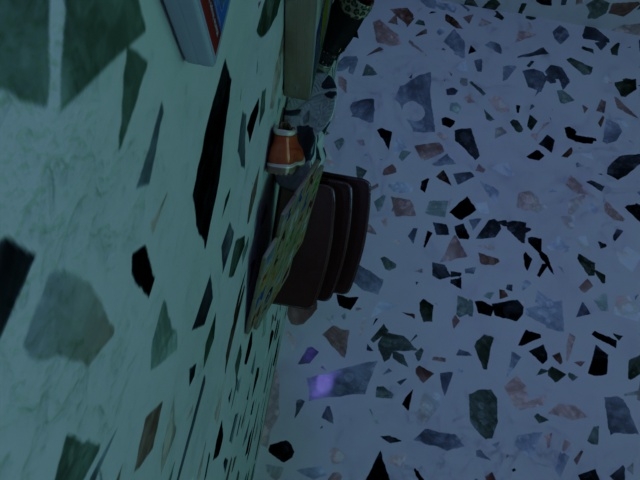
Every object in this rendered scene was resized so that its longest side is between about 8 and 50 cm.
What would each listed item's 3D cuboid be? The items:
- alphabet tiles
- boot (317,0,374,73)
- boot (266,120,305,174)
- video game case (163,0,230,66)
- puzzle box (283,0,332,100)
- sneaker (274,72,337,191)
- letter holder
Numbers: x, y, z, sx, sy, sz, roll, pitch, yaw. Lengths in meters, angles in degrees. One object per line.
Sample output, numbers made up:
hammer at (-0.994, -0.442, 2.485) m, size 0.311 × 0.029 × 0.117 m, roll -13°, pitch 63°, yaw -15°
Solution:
alphabet tiles at (-0.069, 0.016, 1.260) m, size 0.342 × 0.011 × 0.285 m, roll 108°, pitch 8°, yaw -45°
boot at (0.047, -0.463, 1.340) m, size 0.178 × 0.085 × 0.236 m, roll -48°, pitch -162°, yaw 38°
boot at (-0.057, -0.170, 1.140) m, size 0.158 × 0.059 × 0.084 m, roll -73°, pitch 168°, yaw -73°
video game case at (-0.062, -0.287, 0.415) m, size 0.204 × 0.025 × 0.285 m, roll 98°, pitch 2°, yaw -78°
puzzle box at (0.000, -0.487, 1.121) m, size 0.272 × 0.052 × 0.408 m, roll 100°, pitch 1°, yaw -65°
sneaker at (-0.027, -0.212, 1.298) m, size 0.153 × 0.094 × 0.235 m, roll -85°, pitch -175°, yaw -86°
letter holder at (0.000, 0.000, 1.516) m, size 0.152 × 0.214 × 0.301 m, roll -77°, pitch 178°, yaw -72°
